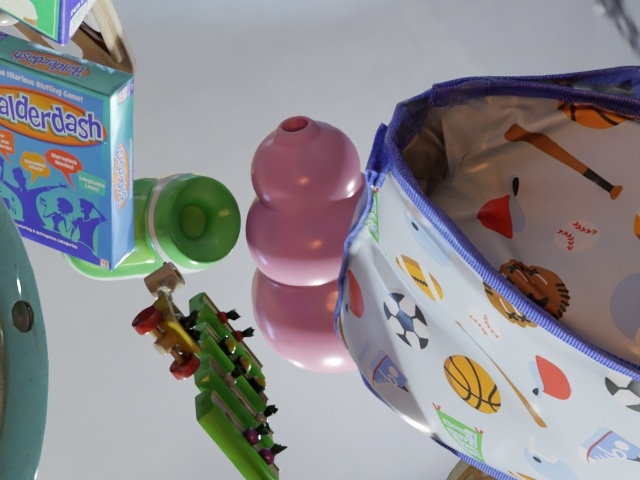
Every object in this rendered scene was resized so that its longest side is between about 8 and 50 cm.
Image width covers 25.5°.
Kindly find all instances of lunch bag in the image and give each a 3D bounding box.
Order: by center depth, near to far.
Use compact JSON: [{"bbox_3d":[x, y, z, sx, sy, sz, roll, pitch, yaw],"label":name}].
[{"bbox_3d":[0.202,0.053,1.010,0.328,0.386,0.239,101,12,-64],"label":"lunch bag"}]

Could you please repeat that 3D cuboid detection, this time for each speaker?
[{"bbox_3d":[-0.229,-0.015,1.834,0.131,0.131,0.296,-26,-168,-35],"label":"speaker"}]

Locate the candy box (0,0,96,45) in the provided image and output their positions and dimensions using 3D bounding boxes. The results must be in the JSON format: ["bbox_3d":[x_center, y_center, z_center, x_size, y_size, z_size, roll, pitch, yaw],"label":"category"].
[{"bbox_3d":[-0.139,-0.324,0.905,0.268,0.122,0.317,-62,178,-25],"label":"candy box"}]

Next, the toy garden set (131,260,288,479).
[{"bbox_3d":[-0.098,0.100,1.336,0.049,0.203,0.244,-33,-157,7],"label":"toy garden set"}]

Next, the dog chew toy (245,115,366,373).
[{"bbox_3d":[0.000,0.000,1.716,0.207,0.331,0.206,-9,-145,6],"label":"dog chew toy"}]

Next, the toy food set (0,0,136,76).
[{"bbox_3d":[-0.339,-0.293,1.642,0.092,0.220,0.306,-44,163,-12],"label":"toy food set"}]

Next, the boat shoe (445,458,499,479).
[{"bbox_3d":[0.149,0.317,1.586,0.072,0.068,0.190,-102,-146,-54],"label":"boat shoe"}]

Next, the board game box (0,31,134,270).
[{"bbox_3d":[-0.261,-0.086,1.383,0.160,0.210,0.047,19,-140,17],"label":"board game box"}]

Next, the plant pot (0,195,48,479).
[{"bbox_3d":[-0.245,0.049,0.482,0.255,0.271,0.272,-7,-170,27],"label":"plant pot"}]
